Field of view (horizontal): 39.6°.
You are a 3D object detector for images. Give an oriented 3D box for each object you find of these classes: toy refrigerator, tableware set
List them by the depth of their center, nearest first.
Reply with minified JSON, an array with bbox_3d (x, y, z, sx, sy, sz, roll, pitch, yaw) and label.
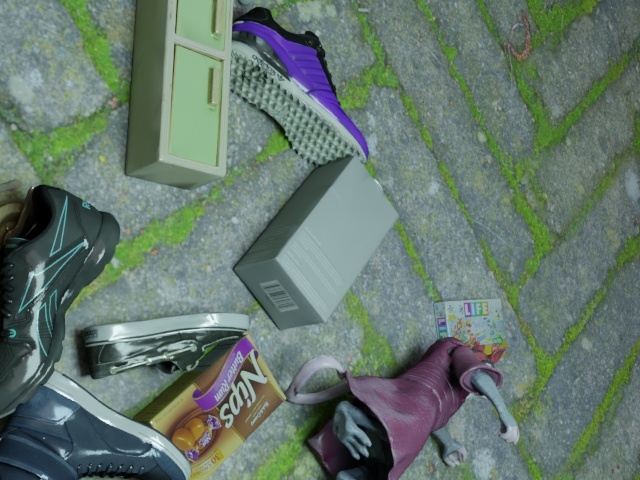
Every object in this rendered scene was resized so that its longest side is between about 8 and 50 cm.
[{"bbox_3d":[-0.378,0.012,0.972,0.194,0.039,0.128,-28,100,-42],"label":"tableware set"},{"bbox_3d":[-0.181,-0.213,1.164,0.102,0.094,0.269,13,72,-40],"label":"toy refrigerator"}]

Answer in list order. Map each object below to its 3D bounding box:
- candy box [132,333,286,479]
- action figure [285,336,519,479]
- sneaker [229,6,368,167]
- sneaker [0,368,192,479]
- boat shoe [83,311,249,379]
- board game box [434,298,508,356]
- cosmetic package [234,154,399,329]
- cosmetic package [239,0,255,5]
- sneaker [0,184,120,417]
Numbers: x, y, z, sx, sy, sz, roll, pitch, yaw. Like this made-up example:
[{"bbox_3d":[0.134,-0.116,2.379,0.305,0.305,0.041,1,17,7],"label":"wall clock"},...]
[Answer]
[{"bbox_3d":[-0.138,0.216,1.137,0.187,0.053,0.109,-39,107,-39],"label":"candy box"},{"bbox_3d":[0.137,0.239,1.327,0.276,0.248,0.370,47,49,9],"label":"action figure"},{"bbox_3d":[-0.018,-0.230,1.309,0.293,0.102,0.146,41,55,-28],"label":"sneaker"},{"bbox_3d":[-0.261,0.264,0.981,0.226,0.086,0.163,36,47,-20],"label":"sneaker"},{"bbox_3d":[-0.185,0.130,1.102,0.219,0.078,0.070,-4,83,-35],"label":"boat shoe"},{"bbox_3d":[0.260,0.154,1.528,0.154,0.026,0.103,0,80,-42],"label":"board game box"},{"bbox_3d":[0.000,0.000,1.278,0.127,0.107,0.238,54,48,-19],"label":"cosmetic package"},{"bbox_3d":[-0.126,-0.596,1.250,0.230,0.161,0.453,-48,113,-37],"label":"cosmetic package"},{"bbox_3d":[-0.321,0.062,0.961,0.106,0.101,0.267,44,55,-38],"label":"sneaker"}]
